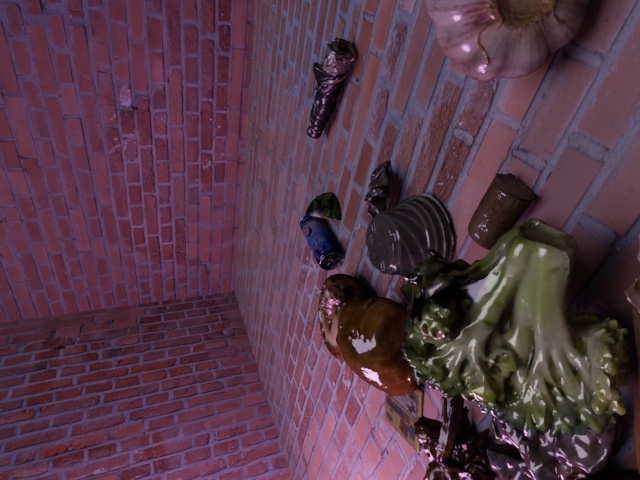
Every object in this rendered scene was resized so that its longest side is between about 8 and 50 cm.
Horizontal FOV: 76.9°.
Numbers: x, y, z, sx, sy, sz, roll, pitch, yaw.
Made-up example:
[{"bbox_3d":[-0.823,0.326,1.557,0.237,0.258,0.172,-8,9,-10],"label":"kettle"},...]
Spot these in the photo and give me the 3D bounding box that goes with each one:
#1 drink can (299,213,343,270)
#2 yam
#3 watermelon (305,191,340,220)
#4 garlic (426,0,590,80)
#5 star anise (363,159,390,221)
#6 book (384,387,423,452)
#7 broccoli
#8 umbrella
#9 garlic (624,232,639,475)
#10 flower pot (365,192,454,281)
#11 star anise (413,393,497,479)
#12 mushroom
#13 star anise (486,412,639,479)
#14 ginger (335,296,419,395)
[{"bbox_3d":[0.000,0.000,1.518,0.097,0.097,0.235,106,149,-40],"label":"drink can"},{"bbox_3d":[0.329,-0.052,0.748,0.084,0.084,0.127,-116,33,-40],"label":"yam"},{"bbox_3d":[0.026,-0.102,1.483,0.135,0.125,0.094,44,167,32],"label":"watermelon"},{"bbox_3d":[0.294,-0.392,0.636,0.253,0.246,0.244,-72,-7,-57],"label":"garlic"},{"bbox_3d":[0.154,-0.131,1.104,0.182,0.065,0.194,-74,-10,-52],"label":"star anise"},{"bbox_3d":[0.239,0.478,1.166,0.168,0.013,0.192,-156,63,-63],"label":"book"},{"bbox_3d":[0.274,0.106,0.595,0.347,0.294,0.280,-119,27,-55],"label":"broccoli"},{"bbox_3d":[0.013,-0.498,1.354,0.106,0.113,0.357,50,145,18],"label":"umbrella"},{"bbox_3d":[0.420,0.156,0.444,0.151,0.196,0.337,-5,88,51],"label":"garlic"},{"bbox_3d":[0.200,0.002,0.989,0.235,0.141,0.235,174,90,-69],"label":"flower pot"},{"bbox_3d":[0.285,0.446,0.876,0.237,0.149,0.345,-130,27,-48],"label":"star anise"},{"bbox_3d":[0.080,0.236,1.296,0.296,0.163,0.278,-111,14,-47],"label":"mushroom"},{"bbox_3d":[0.392,0.382,0.650,0.332,0.118,0.330,180,90,-69],"label":"star anise"},{"bbox_3d":[0.155,0.282,1.059,0.201,0.223,0.268,-5,83,55],"label":"ginger"}]
